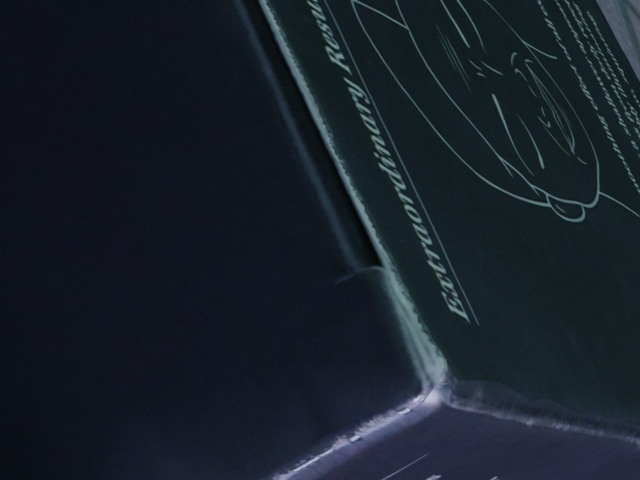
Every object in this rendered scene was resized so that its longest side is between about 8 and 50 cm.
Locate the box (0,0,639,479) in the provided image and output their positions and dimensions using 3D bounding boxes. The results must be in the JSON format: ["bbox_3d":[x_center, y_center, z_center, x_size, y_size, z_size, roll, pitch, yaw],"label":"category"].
[{"bbox_3d":[0.000,0.000,0.645,0.395,0.212,0.293,19,43,-56],"label":"box"}]
